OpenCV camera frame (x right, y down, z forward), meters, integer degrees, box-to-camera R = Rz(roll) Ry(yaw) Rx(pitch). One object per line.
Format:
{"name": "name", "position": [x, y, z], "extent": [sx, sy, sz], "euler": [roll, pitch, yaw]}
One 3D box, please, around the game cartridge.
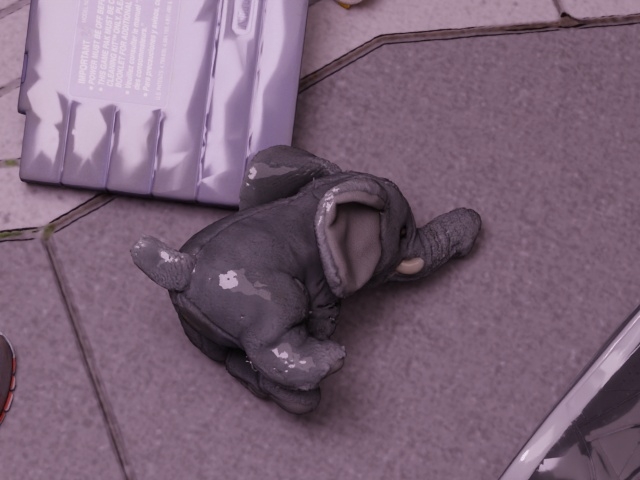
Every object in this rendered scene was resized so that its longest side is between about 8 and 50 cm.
{"name": "game cartridge", "position": [-0.121, -0.211, 1.354], "extent": [0.230, 0.068, 0.355], "euler": [7, 89, 2]}

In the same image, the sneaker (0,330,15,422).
{"name": "sneaker", "position": [-0.280, 0.134, 1.254], "extent": [0.061, 0.065, 0.158], "euler": [21, 68, 3]}

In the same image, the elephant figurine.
{"name": "elephant figurine", "position": [0.000, 0.000, 1.285], "extent": [0.169, 0.186, 0.239], "euler": [36, 74, 15]}

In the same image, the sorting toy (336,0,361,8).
{"name": "sorting toy", "position": [0.029, -0.251, 1.451], "extent": [0.083, 0.045, 0.075], "euler": [41, 63, 11]}

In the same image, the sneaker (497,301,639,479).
{"name": "sneaker", "position": [0.280, 0.131, 1.293], "extent": [0.147, 0.104, 0.296], "euler": [39, 76, 8]}
